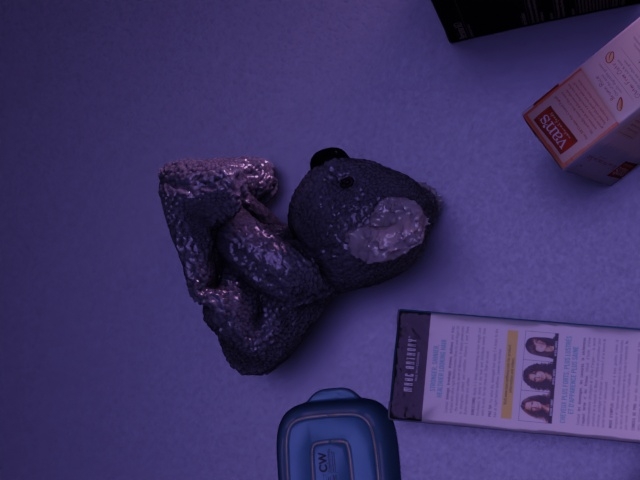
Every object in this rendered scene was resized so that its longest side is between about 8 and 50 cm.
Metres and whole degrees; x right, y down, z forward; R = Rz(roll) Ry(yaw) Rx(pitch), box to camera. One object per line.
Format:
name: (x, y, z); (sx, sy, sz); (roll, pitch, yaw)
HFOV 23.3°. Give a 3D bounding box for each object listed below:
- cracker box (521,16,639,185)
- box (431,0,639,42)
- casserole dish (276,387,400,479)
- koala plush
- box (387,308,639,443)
cracker box: (0.297, -0.146, 1.312); (0.232, 0.156, 0.067); (-40, 72, 17)
box: (0.175, -0.263, 1.323); (0.184, 0.261, 0.103); (-13, 80, 9)
casserole dish: (0.015, 0.227, 1.407); (0.114, 0.037, 0.188); (-6, 81, 10)
koala plush: (0.000, 0.000, 1.372); (0.221, 0.196, 0.203); (-16, 91, 8)
box: (0.187, 0.121, 1.373); (0.244, 0.060, 0.100); (5, 83, 12)
